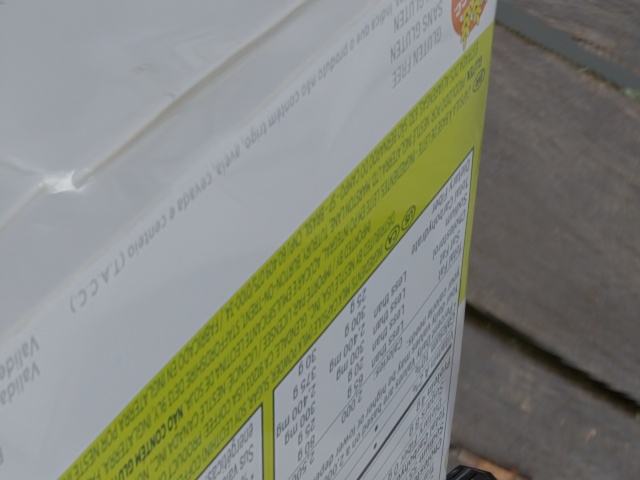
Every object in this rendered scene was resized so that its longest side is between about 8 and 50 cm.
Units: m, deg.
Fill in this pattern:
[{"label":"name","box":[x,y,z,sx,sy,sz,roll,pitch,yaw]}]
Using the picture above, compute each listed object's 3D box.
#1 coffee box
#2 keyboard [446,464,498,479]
[{"label":"coffee box","box":[-0.172,0.060,0.516,0.337,0.338,0.334,19,132,21]},{"label":"keyboard","box":[0.104,0.271,0.699,0.317,0.201,0.033,52,140,8]}]
